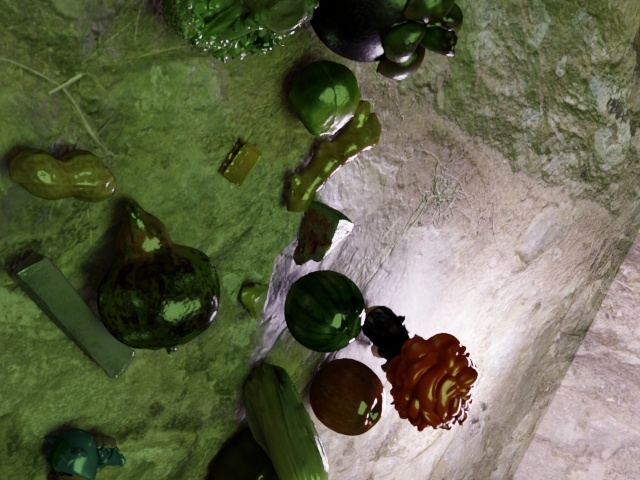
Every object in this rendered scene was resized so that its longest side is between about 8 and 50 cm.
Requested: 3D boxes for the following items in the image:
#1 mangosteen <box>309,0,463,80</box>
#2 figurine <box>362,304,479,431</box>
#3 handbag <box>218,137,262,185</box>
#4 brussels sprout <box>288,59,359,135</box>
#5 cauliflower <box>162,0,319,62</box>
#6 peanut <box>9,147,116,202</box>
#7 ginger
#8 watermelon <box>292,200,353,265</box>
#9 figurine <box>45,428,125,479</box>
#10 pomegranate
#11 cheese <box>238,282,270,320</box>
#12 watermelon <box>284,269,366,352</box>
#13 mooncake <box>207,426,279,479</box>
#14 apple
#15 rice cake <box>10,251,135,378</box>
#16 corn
[{"bbox_3d":[0.130,-0.466,1.697,0.300,0.300,0.300,-28,132,-35],"label":"mangosteen"},{"bbox_3d":[0.239,0.310,2.263,0.241,0.412,0.306,-25,123,-10],"label":"figurine"},{"bbox_3d":[-0.158,-0.153,1.797,0.083,0.027,0.061,-55,144,-4],"label":"handbag"},{"bbox_3d":[0.008,-0.289,1.827,0.155,0.117,0.155,-24,146,-17],"label":"brussels sprout"},{"bbox_3d":[-0.106,-0.405,1.512,0.275,0.250,0.272,-51,140,-5],"label":"cauliflower"},{"bbox_3d":[-0.418,-0.108,1.487,0.193,0.089,0.089,1,112,-50],"label":"peanut"},{"bbox_3d":[0.028,-0.172,1.965,0.299,0.065,0.118,-49,128,-16],"label":"ginger"},{"bbox_3d":[-0.001,-0.020,2.012,0.158,0.098,0.121,-43,139,-15],"label":"watermelon"},{"bbox_3d":[-0.462,0.437,1.779,0.178,0.114,0.144,14,104,-60],"label":"figurine"},{"bbox_3d":[-0.313,0.071,1.663,0.204,0.276,0.222,-38,-177,31],"label":"pomegranate"},{"bbox_3d":[-0.149,0.133,1.982,0.060,0.042,0.084,13,88,-59],"label":"cheese"},{"bbox_3d":[0.017,0.166,2.049,0.188,0.215,0.188,-22,132,-27],"label":"watermelon"},{"bbox_3d":[-0.130,0.586,2.201,0.290,0.161,0.290,-28,131,-37],"label":"mooncake"},{"bbox_3d":[0.071,0.397,2.297,0.188,0.174,0.188,-31,136,-35],"label":"apple"},{"bbox_3d":[-0.441,0.139,1.639,0.072,0.056,0.365,-52,142,-19],"label":"rice cake"},{"bbox_3d":[-0.078,0.430,2.075,0.122,0.305,0.123,-12,153,-32],"label":"corn"}]
